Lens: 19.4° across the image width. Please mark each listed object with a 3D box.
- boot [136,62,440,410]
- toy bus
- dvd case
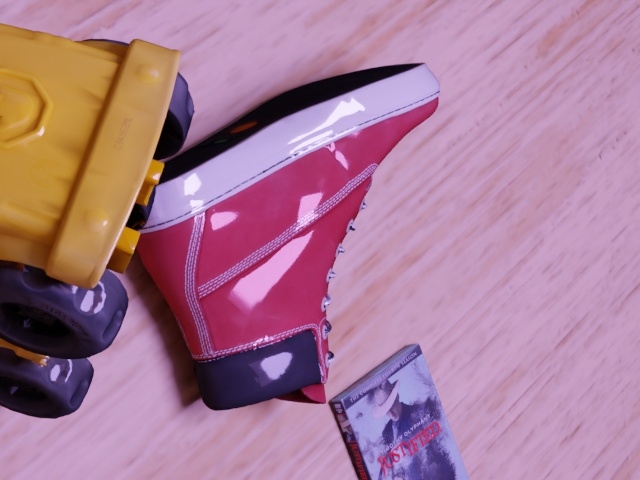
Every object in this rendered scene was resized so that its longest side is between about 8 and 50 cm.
[{"bbox_3d":[0.000,0.000,1.173,0.244,0.088,0.176,-32,107,-33],"label":"boot"},{"bbox_3d":[-0.189,-0.023,0.944,0.211,0.220,0.149,18,62,-7],"label":"toy bus"},{"bbox_3d":[0.057,0.141,1.257,0.087,0.013,0.119,-31,106,-42],"label":"dvd case"}]
